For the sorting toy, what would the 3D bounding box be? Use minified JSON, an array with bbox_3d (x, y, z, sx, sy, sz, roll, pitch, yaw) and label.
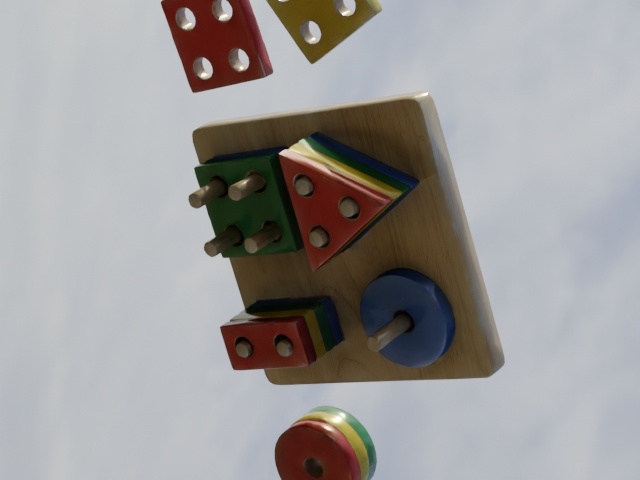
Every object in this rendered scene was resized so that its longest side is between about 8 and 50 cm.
[{"bbox_3d":[0.000,0.000,0.885,0.132,0.046,0.275,-5,-72,37],"label":"sorting toy"}]
